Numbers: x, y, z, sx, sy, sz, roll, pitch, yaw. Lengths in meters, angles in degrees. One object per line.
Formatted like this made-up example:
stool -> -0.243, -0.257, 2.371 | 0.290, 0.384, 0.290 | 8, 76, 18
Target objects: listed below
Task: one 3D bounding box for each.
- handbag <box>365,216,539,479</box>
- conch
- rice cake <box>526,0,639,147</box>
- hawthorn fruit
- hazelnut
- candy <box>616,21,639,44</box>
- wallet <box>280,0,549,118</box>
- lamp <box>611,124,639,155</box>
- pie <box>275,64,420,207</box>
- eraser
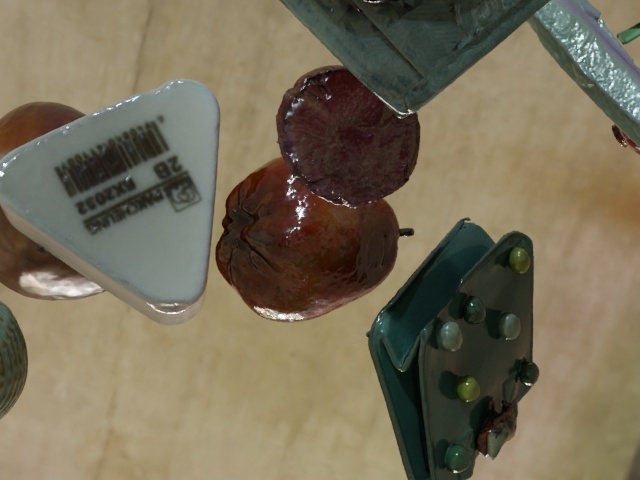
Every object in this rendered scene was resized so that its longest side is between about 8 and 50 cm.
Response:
handbag -> 0.181, 0.141, 1.545 | 0.268, 0.100, 0.274 | -43, -50, -45
conch -> -0.310, 0.107, 1.142 | 0.102, 0.153, 0.135 | 11, -95, -45
rice cake -> 0.325, -0.191, 1.426 | 0.081, 0.290, 0.051 | -40, -15, -3
hawthorn fruit -> 0.000, 0.000, 1.687 | 0.224, 0.260, 0.224 | -12, 76, 62
hazelnut -> -0.425, -0.069, 2.151 | 0.315, 0.372, 0.372 | -37, 12, 19
candy -> 0.524, -0.346, 1.847 | 0.262, 0.073, 0.077 | -31, -30, -21
wallet -> 0.114, -0.283, 1.052 | 0.342, 0.237, 0.075 | -40, 17, 16
lamp -> 0.388, -0.145, 1.503 | 0.092, 0.107, 0.107 | -32, 22, 29
pie -> 0.030, -0.108, 1.303 | 0.036, 0.154, 0.155 | 176, 110, -79
eraser -> -0.250, -0.083, 1.797 | 0.150, 0.331, 0.331 | 116, 171, -72
